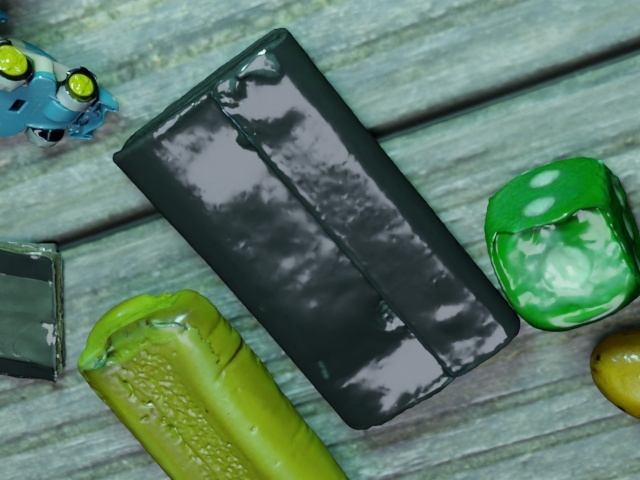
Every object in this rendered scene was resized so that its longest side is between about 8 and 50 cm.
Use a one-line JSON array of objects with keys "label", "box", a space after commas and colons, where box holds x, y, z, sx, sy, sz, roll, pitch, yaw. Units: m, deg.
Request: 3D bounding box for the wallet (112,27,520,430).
[{"label": "wallet", "box": [0.000, 0.001, 1.697, 0.228, 0.062, 0.406, -33, 111, 22]}]

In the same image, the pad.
[{"label": "pad", "box": [-0.391, 0.067, 1.808, 0.233, 0.022, 0.174, 8, 120, 4]}]

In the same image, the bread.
[{"label": "bread", "box": [-0.096, 0.205, 1.797, 0.166, 0.112, 0.383, -27, 114, 23]}]

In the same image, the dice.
[{"label": "dice", "box": [0.240, 0.002, 1.636, 0.131, 0.120, 0.128, -21, 116, 20]}]

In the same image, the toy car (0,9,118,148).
[{"label": "toy car", "box": [-0.285, -0.161, 1.640, 0.161, 0.098, 0.126, 8, 154, -29]}]

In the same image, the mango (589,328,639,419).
[{"label": "mango", "box": [0.369, 0.136, 1.713, 0.178, 0.090, 0.115, -15, 106, 19]}]
